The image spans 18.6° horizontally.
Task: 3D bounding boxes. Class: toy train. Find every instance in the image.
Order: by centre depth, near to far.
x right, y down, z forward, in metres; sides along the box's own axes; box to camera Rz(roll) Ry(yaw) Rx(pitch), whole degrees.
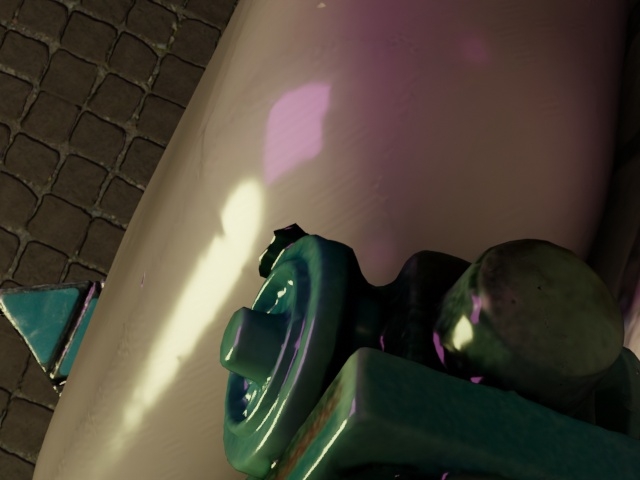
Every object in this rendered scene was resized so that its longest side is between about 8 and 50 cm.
[{"bbox_3d":[-0.006,0.134,0.551,0.194,0.120,0.298,-84,19,-44],"label":"toy train"}]

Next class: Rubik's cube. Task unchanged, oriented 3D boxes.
[{"bbox_3d":[-0.063,0.061,1.308,0.178,0.211,0.190,-37,-5,24],"label":"Rubik's cube"}]

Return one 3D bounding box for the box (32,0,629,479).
[{"bbox_3d":[0.001,0.001,0.782,0.349,0.141,0.288,-59,9,40],"label":"box"}]
